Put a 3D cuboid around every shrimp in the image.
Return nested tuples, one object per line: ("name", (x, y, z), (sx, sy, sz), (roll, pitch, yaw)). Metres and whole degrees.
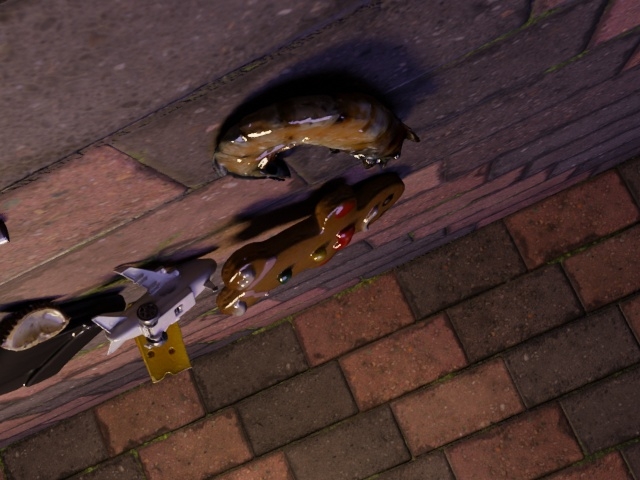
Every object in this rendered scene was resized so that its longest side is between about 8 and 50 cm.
("shrimp", (-0.002, -0.125, 0.903), (0.233, 0.071, 0.365), (-18, 173, 22))

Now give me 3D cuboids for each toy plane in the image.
("toy plane", (-0.289, 0.115, 1.243), (0.255, 0.101, 0.251), (-33, 148, -25))

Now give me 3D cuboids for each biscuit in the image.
("biscuit", (0.001, 0.001, 1.286), (0.432, 0.064, 0.283), (-30, 163, -22))

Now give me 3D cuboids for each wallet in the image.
("wallet", (-0.563, 0.222, 1.343), (0.228, 0.062, 0.406), (-13, 165, -44))

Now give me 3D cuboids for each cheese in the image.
("cheese", (-0.353, 0.217, 1.476), (0.093, 0.171, 0.126), (-19, 168, -24))

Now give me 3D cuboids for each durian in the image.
("durian", (-0.475, 0.136, 1.121), (0.052, 0.066, 0.130), (-33, 175, 40))

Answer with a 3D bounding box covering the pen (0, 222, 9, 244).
("pen", (-0.449, 0.026, 0.749), (0.204, 0.025, 0.025), (-22, 169, -12))
